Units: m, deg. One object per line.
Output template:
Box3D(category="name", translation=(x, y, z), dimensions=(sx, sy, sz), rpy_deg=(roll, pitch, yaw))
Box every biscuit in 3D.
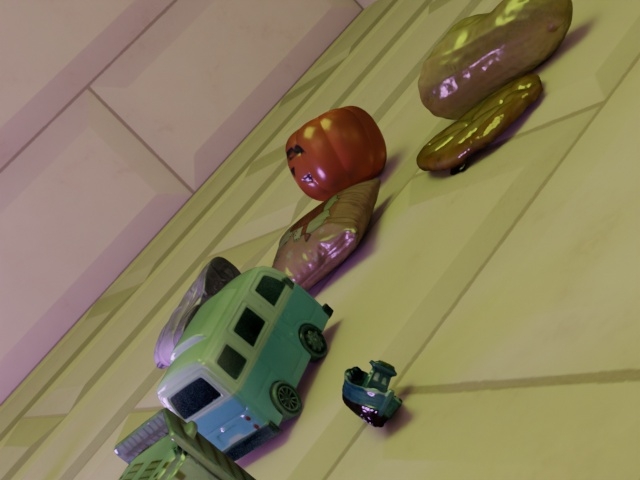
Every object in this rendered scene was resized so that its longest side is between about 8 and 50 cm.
Box3D(category="biscuit", translation=(0.241, -0.178, 1.821), dimensions=(0.260, 0.041, 0.203), rpy_deg=(-29, 20, 46))

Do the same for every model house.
Box3D(category="model house", translation=(-0.113, 0.299, 1.024), dimensions=(0.215, 0.224, 0.198), rpy_deg=(-55, 13, -25))

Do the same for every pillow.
Box3D(category="pillow", translation=(0.000, 0.000, 1.914), dimensions=(0.223, 0.084, 0.236), rpy_deg=(-37, 17, 23))

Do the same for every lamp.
Box3D(category="lamp", translation=(0.033, -0.151, 2.133), dimensions=(0.187, 0.164, 0.187), rpy_deg=(-26, -5, -2))

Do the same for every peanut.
Box3D(category="peanut", translation=(0.282, -0.320, 1.926), dimensions=(0.319, 0.147, 0.147), rpy_deg=(-39, 13, 39))

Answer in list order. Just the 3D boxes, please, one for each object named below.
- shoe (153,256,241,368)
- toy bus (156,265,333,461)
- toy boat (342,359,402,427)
Box3D(category="shoe", translation=(-0.229, 0.138, 2.175), dimensions=(0.137, 0.095, 0.245), rpy_deg=(-31, 25, 39))
Box3D(category="toy bus", translation=(-0.100, 0.150, 1.561), dimensions=(0.133, 0.165, 0.271), rpy_deg=(-36, 15, 33))
Box3D(category="toy boat", translation=(0.058, 0.161, 1.270), dimensions=(0.137, 0.060, 0.061), rpy_deg=(-137, 71, -81))
